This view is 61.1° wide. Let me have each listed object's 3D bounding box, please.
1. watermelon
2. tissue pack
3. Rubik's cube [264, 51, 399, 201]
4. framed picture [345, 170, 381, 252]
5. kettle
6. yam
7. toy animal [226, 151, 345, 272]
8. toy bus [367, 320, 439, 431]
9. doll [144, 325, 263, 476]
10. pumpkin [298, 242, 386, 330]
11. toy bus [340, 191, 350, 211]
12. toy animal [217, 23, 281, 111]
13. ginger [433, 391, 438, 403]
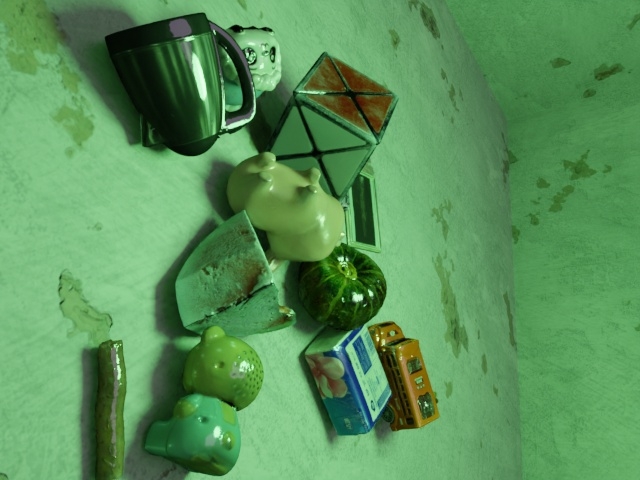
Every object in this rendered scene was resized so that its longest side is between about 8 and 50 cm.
[{"bbox_3d":[-0.151,0.070,1.186,0.319,0.213,0.290,20,66,-38],"label":"watermelon"},{"bbox_3d":[0.080,0.380,1.529,0.209,0.137,0.270,-37,108,-54],"label":"tissue pack"},{"bbox_3d":[0.031,-0.304,1.469,0.254,0.260,0.259,31,49,-5],"label":"Rubik's cube"},{"bbox_3d":[0.147,-0.110,1.877,0.231,0.018,0.294,11,71,-55],"label":"framed picture"},{"bbox_3d":[-0.287,-0.314,1.131,0.251,0.207,0.271,-47,129,-55],"label":"kettle"},{"bbox_3d":[-0.368,0.295,0.946,0.056,0.056,0.241,11,74,-55],"label":"yam"},{"bbox_3d":[-0.084,-0.071,1.346,0.326,0.269,0.237,25,53,-14],"label":"toy animal"},{"bbox_3d":[0.251,0.414,1.699,0.142,0.153,0.330,-8,78,-39],"label":"toy bus"},{"bbox_3d":[-0.211,0.314,1.077,0.177,0.161,0.261,46,48,-38],"label":"doll"},{"bbox_3d":[0.048,0.134,1.496,0.260,0.189,0.260,16,40,-15],"label":"pumpkin"},{"bbox_3d":[0.033,-0.181,1.658,0.108,0.096,0.199,26,56,-56],"label":"toy bus"},{"bbox_3d":[-0.191,-0.406,1.288,0.208,0.204,0.156,-21,95,-49],"label":"toy animal"},{"bbox_3d":[0.301,0.538,1.863,0.333,0.080,0.166,35,61,-37],"label":"ginger"}]
